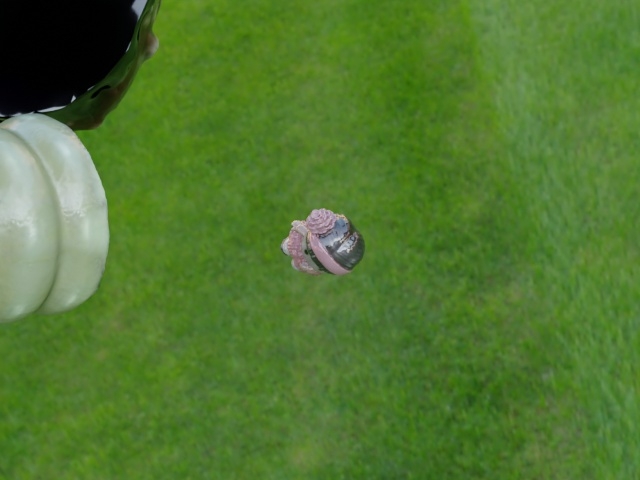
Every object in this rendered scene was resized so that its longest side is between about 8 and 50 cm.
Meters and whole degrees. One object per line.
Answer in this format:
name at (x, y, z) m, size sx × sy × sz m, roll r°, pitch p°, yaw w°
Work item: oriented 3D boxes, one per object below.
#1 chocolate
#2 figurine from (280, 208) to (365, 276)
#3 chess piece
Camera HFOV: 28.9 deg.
chocolate at (-0.257, -0.266, 1.240) m, size 0.225 × 0.340 × 0.210 m, roll 11°, pitch -4°, yaw -1°
figurine at (0.000, 0.000, 1.221) m, size 0.054 × 0.072 × 0.129 m, roll -33°, pitch 9°, yaw -16°
chess piece at (-0.351, 0.007, 0.991) m, size 0.330 × 0.182 × 0.182 m, roll -16°, pitch 26°, yaw -43°
